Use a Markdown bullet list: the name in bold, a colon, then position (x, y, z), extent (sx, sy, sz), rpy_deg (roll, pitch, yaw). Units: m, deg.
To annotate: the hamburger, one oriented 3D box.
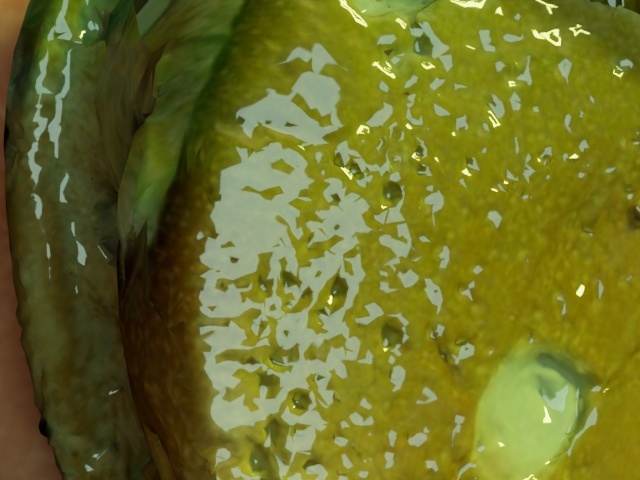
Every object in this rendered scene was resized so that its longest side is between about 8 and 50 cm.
- **hamburger**: position (0.000, 0.000, 0.472), extent (0.192, 0.168, 0.288), rpy_deg (15, 84, -20)
